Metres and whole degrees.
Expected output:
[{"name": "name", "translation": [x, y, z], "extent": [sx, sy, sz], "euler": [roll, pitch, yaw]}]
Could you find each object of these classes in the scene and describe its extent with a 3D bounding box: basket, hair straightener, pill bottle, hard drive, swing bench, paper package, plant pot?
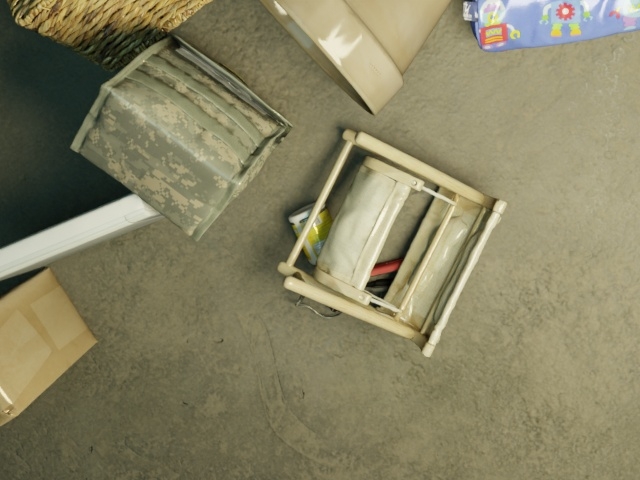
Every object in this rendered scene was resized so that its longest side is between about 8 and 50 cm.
[{"name": "basket", "translation": [-0.316, -0.442, 1.474], "extent": [0.299, 0.223, 0.213], "euler": [-34, 64, 20]}, {"name": "hair straightener", "translation": [0.071, 0.090, 1.576], "extent": [0.231, 0.047, 0.089], "euler": [-14, 104, 11]}, {"name": "pill bottle", "translation": [0.000, 0.000, 1.557], "extent": [0.065, 0.065, 0.116], "euler": [-22, 101, 18]}, {"name": "hard drive", "translation": [-0.384, -0.012, 1.547], "extent": [0.353, 0.233, 0.047], "euler": [-20, 93, 17]}, {"name": "swing bench", "translation": [0.104, -0.001, 1.449], "extent": [0.255, 0.165, 0.253], "euler": [26, 95, -9]}, {"name": "paper package", "translation": [-0.587, 0.221, 1.618], "extent": [0.310, 0.325, 0.168], "euler": [-29, 99, 19]}, {"name": "plant pot", "translation": [0.064, -0.381, 1.317], "extent": [0.280, 0.323, 0.323], "euler": [-43, 94, 5]}]

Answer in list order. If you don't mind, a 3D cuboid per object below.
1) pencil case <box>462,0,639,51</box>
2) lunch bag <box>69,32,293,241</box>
[{"name": "pencil case", "translation": [0.353, -0.345, 1.339], "extent": [0.306, 0.119, 0.133], "euler": [-6, 128, 13]}, {"name": "lunch bag", "translation": [-0.182, -0.178, 1.427], "extent": [0.235, 0.287, 0.169], "euler": [37, 129, -4]}]
